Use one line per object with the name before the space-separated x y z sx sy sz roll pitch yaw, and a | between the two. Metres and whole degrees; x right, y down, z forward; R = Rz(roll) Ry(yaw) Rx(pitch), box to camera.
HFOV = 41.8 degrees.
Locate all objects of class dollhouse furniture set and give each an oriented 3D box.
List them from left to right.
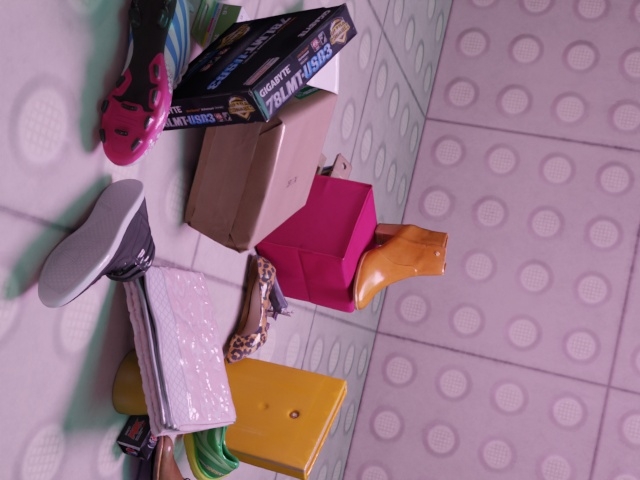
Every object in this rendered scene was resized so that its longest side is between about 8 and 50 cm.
dollhouse furniture set | -0.123 0.193 2.284 0.114 0.081 0.091 64 41 -63
dollhouse furniture set | -0.027 -0.204 2.329 0.183 0.129 0.129 45 52 -34

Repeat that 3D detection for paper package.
paper package | -0.123 -0.181 1.806 0.325 0.168 0.310 -43 155 -61

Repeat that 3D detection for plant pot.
plant pot | -0.334 0.289 1.659 0.134 0.095 0.134 12 90 -73

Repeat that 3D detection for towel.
towel | -0.270 0.210 1.654 0.317 0.053 0.332 26 50 -72

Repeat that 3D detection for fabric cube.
fabric cube | 0.000 0.000 2.253 0.258 0.259 0.254 79 29 -53

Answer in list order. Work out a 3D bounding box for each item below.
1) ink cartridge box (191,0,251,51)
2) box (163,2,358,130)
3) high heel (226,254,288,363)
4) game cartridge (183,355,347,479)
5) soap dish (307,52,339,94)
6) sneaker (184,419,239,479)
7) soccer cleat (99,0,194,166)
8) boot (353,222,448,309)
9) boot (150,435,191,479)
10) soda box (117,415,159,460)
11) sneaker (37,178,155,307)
ink cartridge box | -0.186 -0.414 1.727 0.209 0.062 0.109 52 53 -67
box | -0.127 -0.311 1.511 0.295 0.293 0.073 -50 125 -32
high heel | -0.188 0.169 2.113 0.261 0.093 0.186 -51 131 -40
game cartridge | -0.132 0.410 1.991 0.285 0.323 0.053 -58 151 -47
soap dish | -0.050 -0.406 2.070 0.291 0.118 0.229 -55 151 -52
sneaker | -0.249 0.377 1.841 0.109 0.123 0.296 -13 87 -85
soccer cleat | -0.278 -0.279 1.432 0.143 0.116 0.332 22 80 -71
boot | 0.218 0.073 2.203 0.104 0.211 0.295 77 30 -50
boot | -0.310 0.528 1.811 0.112 0.115 0.305 -96 -173 -55
soda box | -0.347 0.361 1.723 0.053 0.060 0.169 80 27 -47
sneaker | -0.357 0.040 1.404 0.296 0.104 0.147 -66 154 -46
